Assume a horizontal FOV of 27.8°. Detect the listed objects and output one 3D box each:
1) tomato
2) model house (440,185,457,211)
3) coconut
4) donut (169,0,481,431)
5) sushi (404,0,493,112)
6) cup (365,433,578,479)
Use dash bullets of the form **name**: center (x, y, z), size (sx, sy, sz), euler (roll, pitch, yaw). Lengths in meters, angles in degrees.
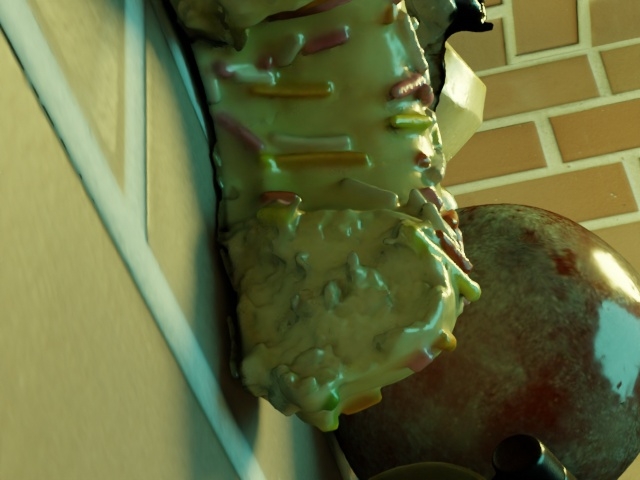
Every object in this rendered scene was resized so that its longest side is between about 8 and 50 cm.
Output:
- **tomato**: center (0.158, 0.119, 1.168), size (0.282, 0.316, 0.317), euler (46, 16, -15)
- **model house**: center (0.123, 0.065, 1.421), size (0.253, 0.184, 0.291), euler (26, -41, 63)
- **coconut**: center (0.100, -0.185, 1.761), size (0.241, 0.241, 0.241), euler (-11, 90, -84)
- **donut**: center (-0.002, -0.084, 0.806), size (0.307, 0.150, 0.371), euler (-73, 151, -79)
- **sushi**: center (0.070, -0.289, 1.451), size (0.207, 0.234, 0.349), euler (-93, -173, -63)
- **cup**: center (0.103, 0.256, 0.988), size (0.239, 0.166, 0.177), euler (-52, 132, -43)
